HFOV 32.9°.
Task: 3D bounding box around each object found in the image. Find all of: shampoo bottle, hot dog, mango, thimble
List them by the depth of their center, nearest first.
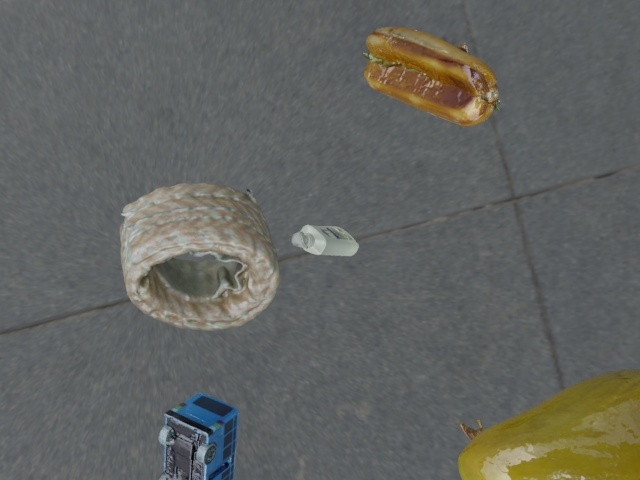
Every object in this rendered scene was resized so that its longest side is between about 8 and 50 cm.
[{"bbox_3d":[0.314,0.235,1.126,0.331,0.142,0.195,-16,48,-30],"label":"mango"},{"bbox_3d":[0.000,0.000,1.384,0.049,0.141,0.034,44,106,20],"label":"shampoo bottle"},{"bbox_3d":[0.147,-0.229,1.471,0.076,0.250,0.104,-14,118,-33],"label":"hot dog"},{"bbox_3d":[-0.179,0.023,1.600,0.229,0.148,0.196,-1,129,-15],"label":"thimble"}]

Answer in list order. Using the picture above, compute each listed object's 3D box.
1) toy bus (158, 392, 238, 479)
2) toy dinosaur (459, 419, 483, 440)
[{"bbox_3d":[-0.182,0.335,1.644,0.090,0.106,0.185,19,118,25],"label":"toy bus"},{"bbox_3d":[0.229,0.285,1.495,0.026,0.041,0.113,-36,109,22],"label":"toy dinosaur"}]
